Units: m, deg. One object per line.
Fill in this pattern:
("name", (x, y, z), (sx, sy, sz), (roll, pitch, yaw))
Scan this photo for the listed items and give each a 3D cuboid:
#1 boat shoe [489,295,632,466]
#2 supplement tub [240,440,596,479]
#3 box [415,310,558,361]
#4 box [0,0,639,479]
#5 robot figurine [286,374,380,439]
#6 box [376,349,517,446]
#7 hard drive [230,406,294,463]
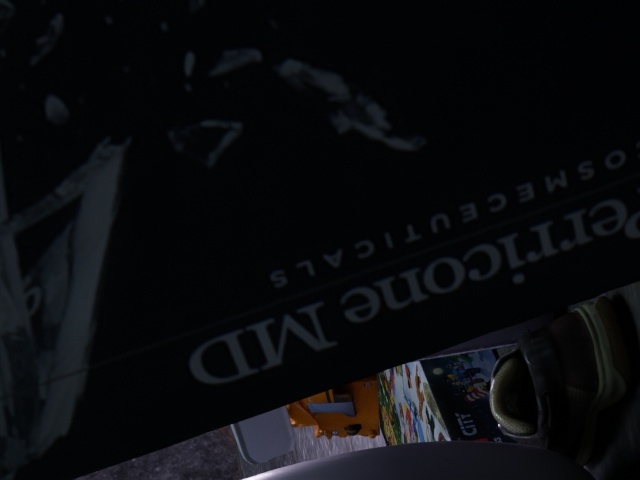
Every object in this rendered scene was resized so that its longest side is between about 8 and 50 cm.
("boat shoe", (0.098, 0.066, 0.846), (0.152, 0.049, 0.056), (96, 164, -64))
("supplement tub", (0.042, 0.273, 0.796), (0.241, 0.241, 0.331), (97, 162, -66))
("box", (0.004, -0.049, 0.975), (0.270, 0.165, 0.143), (-116, 18, -68))
("box", (-0.170, -0.174, 0.573), (0.297, 0.480, 0.472), (-110, 0, -50))
("robot figurine", (0.000, 0.000, 1.267), (0.291, 0.085, 0.211), (78, -170, -53))
("box", (0.075, 0.117, 1.116), (0.233, 0.044, 0.159), (-110, 13, -56))
("hard drive", (-0.097, -0.019, 1.349), (0.203, 0.040, 0.307), (76, 172, -47))
